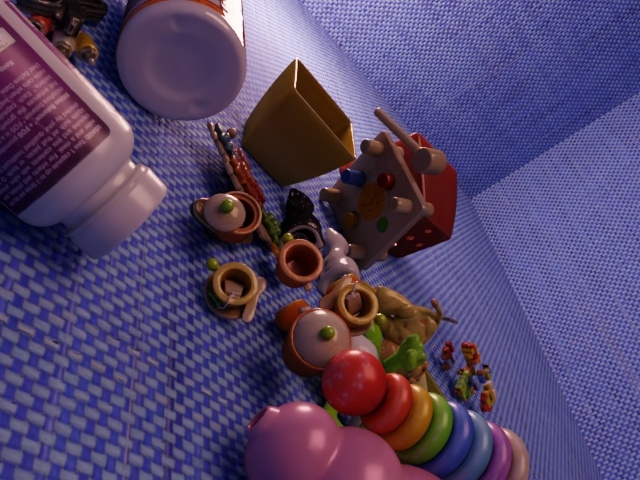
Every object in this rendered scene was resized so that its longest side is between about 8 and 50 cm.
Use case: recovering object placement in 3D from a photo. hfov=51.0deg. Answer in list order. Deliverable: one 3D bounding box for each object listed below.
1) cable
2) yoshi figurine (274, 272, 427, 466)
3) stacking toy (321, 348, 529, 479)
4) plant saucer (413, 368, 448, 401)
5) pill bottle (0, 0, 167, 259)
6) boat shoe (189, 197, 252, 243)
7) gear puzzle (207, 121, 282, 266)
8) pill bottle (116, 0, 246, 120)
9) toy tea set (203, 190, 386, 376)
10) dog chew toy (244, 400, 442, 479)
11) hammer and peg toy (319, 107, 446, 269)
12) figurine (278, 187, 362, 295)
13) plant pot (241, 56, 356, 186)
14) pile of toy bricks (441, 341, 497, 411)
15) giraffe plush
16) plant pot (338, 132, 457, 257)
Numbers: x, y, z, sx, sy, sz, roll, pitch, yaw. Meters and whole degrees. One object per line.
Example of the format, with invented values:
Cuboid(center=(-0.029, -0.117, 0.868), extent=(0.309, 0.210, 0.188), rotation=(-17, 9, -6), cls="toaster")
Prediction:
Cuboid(center=(-0.428, -0.370, 1.113), extent=(0.140, 0.072, 0.287), rotation=(25, 20, -26), cls="cable")
Cuboid(center=(0.072, 0.243, 1.098), extent=(0.203, 0.204, 0.362), rotation=(-13, 72, -52), cls="yoshi figurine")
Cuboid(center=(0.140, 0.260, 0.946), extent=(0.330, 0.141, 0.141), rotation=(38, 25, -21), cls="stacking toy")
Cuboid(center=(0.234, 0.354, 1.432), extent=(0.188, 0.045, 0.188), rotation=(57, 17, -26), cls="plant saucer")
Cuboid(center=(-0.325, -0.123, 0.761), extent=(0.301, 0.169, 0.169), rotation=(48, 21, -20), cls="pill bottle")
Cuboid(center=(-0.173, -0.025, 1.128), extent=(0.152, 0.049, 0.056), rotation=(36, 46, -52), cls="boat shoe")
Cuboid(center=(-0.115, -0.070, 1.259), extent=(0.338, 0.044, 0.175), rotation=(64, 2, 21), cls="gear puzzle")
Cuboid(center=(-0.258, -0.421, 1.288), extent=(0.224, 0.224, 0.392), rotation=(41, 25, -35), cls="pill bottle")
Cuboid(center=(-0.053, 0.059, 1.009), extent=(0.336, 0.124, 0.200), rotation=(37, 59, -1), cls="toy tea set")
Cuboid(center=(0.038, 0.335, 0.852), extent=(0.332, 0.207, 0.206), rotation=(45, 21, -7), cls="dog chew toy")
Cuboid(center=(0.160, -0.133, 1.618), extent=(0.127, 0.361, 0.265), rotation=(6, 49, -39), cls="hammer and peg toy")
Cuboid(center=(0.000, 0.000, 1.441), extent=(0.215, 0.092, 0.209), rotation=(48, 17, -23), cls="figurine")
Cuboid(center=(-0.059, -0.250, 1.532), extent=(0.212, 0.187, 0.212), rotation=(46, 22, -26), cls="plant pot")
Cuboid(center=(0.373, 0.363, 1.732), extent=(0.105, 0.118, 0.212), rotation=(-55, 130, -40), cls="pile of toy bricks")
Cuboid(center=(0.162, 0.216, 1.380), extent=(0.181, 0.210, 0.170), rotation=(69, 36, -54), cls="giraffe plush")
Cuboid(center=(0.240, -0.105, 1.929), extent=(0.267, 0.268, 0.235), rotation=(32, 44, -48), cls="plant pot")
